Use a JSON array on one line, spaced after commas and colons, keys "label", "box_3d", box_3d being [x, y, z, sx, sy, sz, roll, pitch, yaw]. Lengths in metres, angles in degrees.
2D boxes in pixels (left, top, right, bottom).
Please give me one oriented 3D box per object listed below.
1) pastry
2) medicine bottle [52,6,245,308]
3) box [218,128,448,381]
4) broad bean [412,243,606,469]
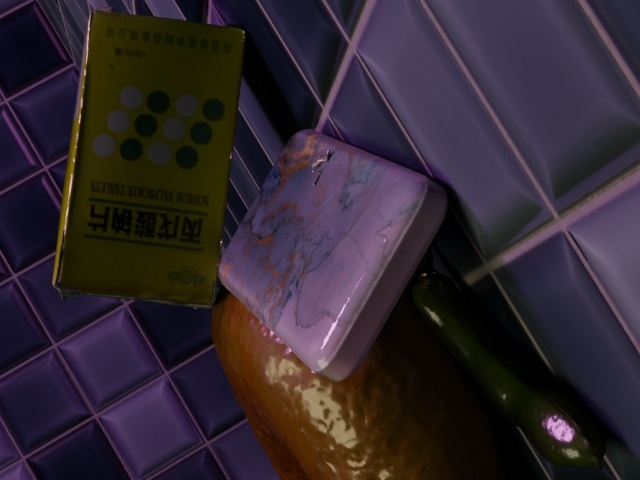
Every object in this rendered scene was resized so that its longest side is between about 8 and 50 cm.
[{"label": "pastry", "box_3d": [0.035, 0.156, 1.164, 0.356, 0.163, 0.356, 59, 168, 20]}, {"label": "medicine bottle", "box_3d": [-0.152, -0.065, 1.187, 0.141, 0.137, 0.250, 170, 106, -79]}, {"label": "box", "box_3d": [0.000, 0.000, 0.966, 0.044, 0.142, 0.285, 28, -178, -21]}, {"label": "broad bean", "box_3d": [0.117, 0.081, 0.884, 0.227, 0.039, 0.069, 51, 161, 45]}]
